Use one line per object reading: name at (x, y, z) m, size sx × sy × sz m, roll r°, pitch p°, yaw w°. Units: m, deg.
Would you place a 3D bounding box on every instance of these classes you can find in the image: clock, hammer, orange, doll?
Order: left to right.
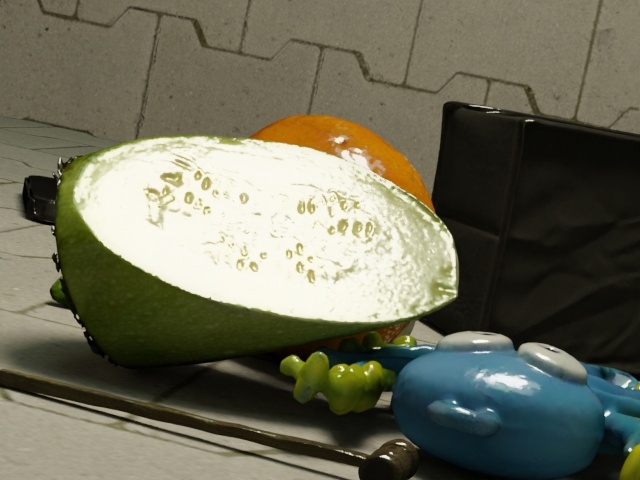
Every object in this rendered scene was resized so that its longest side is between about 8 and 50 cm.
clock at (-0.243, -0.044, 2.060) m, size 0.279 × 0.049 × 0.273 m, roll 10°, pitch 6°, yaw -14°
hammer at (-0.080, 0.120, 1.049) m, size 0.292 × 0.029 × 0.058 m, roll 11°, pitch 5°, yaw 15°
orange at (0.000, 0.000, 1.376) m, size 0.224 × 0.224 × 0.170 m, roll 17°, pitch -4°, yaw 41°
doll at (0.169, 0.114, 1.155) m, size 0.346 × 0.099 × 0.341 m, roll 19°, pitch 12°, yaw 25°

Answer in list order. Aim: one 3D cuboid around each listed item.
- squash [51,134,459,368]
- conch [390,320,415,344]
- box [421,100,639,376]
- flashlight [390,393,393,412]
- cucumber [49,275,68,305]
squash at (-0.047, -0.010, 1.191) m, size 0.260 × 0.189 × 0.189 m, roll -13°, pitch -1°, yaw 16°
conch at (0.037, 0.050, 1.557) m, size 0.176 × 0.094 × 0.104 m, roll 8°, pitch 45°, yaw 12°
box at (0.303, 0.006, 1.711) m, size 0.345 × 0.251 × 0.204 m, roll 8°, pitch 7°, yaw -18°
flashlight at (0.070, 0.124, 1.282) m, size 0.018 × 0.018 × 0.083 m, roll 12°, pitch 6°, yaw 9°
cucumber at (-0.123, 0.048, 1.454) m, size 0.250 × 0.056 × 0.056 m, roll 8°, pitch 7°, yaw -24°
